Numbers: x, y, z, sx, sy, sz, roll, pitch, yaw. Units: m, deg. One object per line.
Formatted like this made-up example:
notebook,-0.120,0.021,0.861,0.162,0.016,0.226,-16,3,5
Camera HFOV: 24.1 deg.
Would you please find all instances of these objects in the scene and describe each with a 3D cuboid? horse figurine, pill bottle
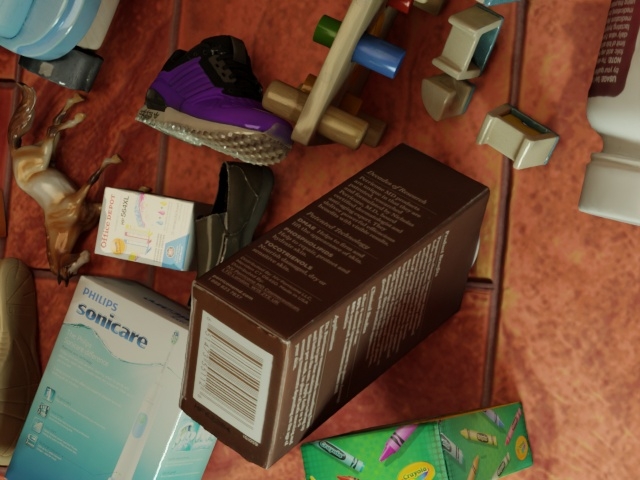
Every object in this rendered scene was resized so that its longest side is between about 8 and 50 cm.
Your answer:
horse figurine,-0.355,-0.090,2.056,0.174,0.066,0.263,-41,75,14
pill bottle,0.412,-0.201,1.601,0.224,0.224,0.392,15,93,26

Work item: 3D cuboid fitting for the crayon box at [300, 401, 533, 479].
crayon box,0.115,0.241,1.683,0.165,0.278,0.081,-13,83,25

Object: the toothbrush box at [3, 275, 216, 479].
toothbrush box,-0.249,0.220,1.948,0.216,0.126,0.295,24,97,26

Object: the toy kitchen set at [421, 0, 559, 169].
toy kitchen set,0.239,-0.217,1.768,0.166,0.122,0.207,35,121,24

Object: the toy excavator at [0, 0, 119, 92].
toy excavator,-0.510,-0.396,1.943,0.433,0.445,0.222,28,98,25

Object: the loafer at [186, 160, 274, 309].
loafer,-0.132,-0.004,1.908,0.080,0.078,0.220,-8,61,61

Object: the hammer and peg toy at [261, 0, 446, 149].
hammer and peg toy,0.065,-0.279,1.757,0.127,0.266,0.361,26,99,6

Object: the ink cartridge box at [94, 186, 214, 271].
ink cartridge box,-0.224,-0.016,1.959,0.143,0.090,0.092,10,92,15

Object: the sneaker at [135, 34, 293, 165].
sneaker,-0.124,-0.190,1.894,0.293,0.102,0.146,18,83,50

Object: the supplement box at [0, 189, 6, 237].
supplement box,-0.567,-0.021,2.149,0.233,0.078,0.080,-9,85,26

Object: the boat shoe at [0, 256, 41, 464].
boat shoe,-0.450,0.167,2.069,0.092,0.103,0.285,-7,79,31

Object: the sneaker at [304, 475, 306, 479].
sneaker,0.062,0.330,1.826,0.084,0.069,0.185,-46,75,7

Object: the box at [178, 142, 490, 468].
box,0.020,0.061,1.666,0.143,0.381,0.191,32,132,26
